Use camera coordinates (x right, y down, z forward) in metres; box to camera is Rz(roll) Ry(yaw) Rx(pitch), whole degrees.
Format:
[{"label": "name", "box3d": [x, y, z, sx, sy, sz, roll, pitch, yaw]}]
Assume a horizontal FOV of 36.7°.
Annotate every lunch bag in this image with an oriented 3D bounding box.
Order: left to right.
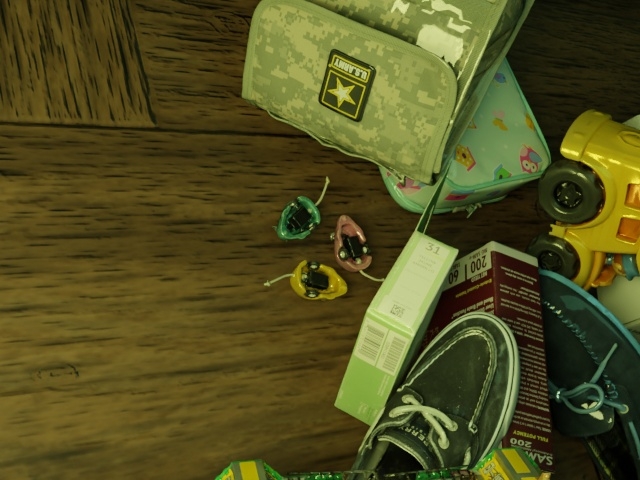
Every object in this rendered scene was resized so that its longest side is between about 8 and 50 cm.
[{"label": "lunch bag", "box3d": [0.070, -0.222, 1.004, 0.235, 0.169, 0.287, 26, 92, 15]}, {"label": "lunch bag", "box3d": [0.153, -0.166, 1.178, 0.224, 0.108, 0.279, -11, 76, -41]}]

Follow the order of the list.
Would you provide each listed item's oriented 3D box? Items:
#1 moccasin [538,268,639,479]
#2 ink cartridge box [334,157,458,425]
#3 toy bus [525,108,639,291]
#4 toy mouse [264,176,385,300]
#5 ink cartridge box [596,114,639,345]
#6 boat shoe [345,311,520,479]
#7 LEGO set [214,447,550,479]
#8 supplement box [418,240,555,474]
[{"label": "moccasin", "box3d": [0.325, 0.188, 1.116, 0.117, 0.138, 0.342, -43, 98, -22]}, {"label": "ink cartridge box", "box3d": [0.097, 0.052, 0.986, 0.056, 0.171, 0.235, 26, 50, 11]}, {"label": "toy bus", "box3d": [0.372, -0.023, 1.156, 0.211, 0.220, 0.149, 19, 33, 22]}, {"label": "toy mouse", "box3d": [0.000, 0.000, 1.030, 0.161, 0.031, 0.143, 14, 61, -32]}, {"label": "ink cartridge box", "box3d": [0.485, 0.001, 1.337, 0.211, 0.121, 0.289, 15, 61, -31]}, {"label": "boat shoe", "box3d": [0.090, 0.189, 0.885, 0.108, 0.102, 0.301, 29, 76, 24]}, {"label": "LEGO set", "box3d": [0.062, 0.298, 0.720, 0.331, 0.192, 0.254, 7, 107, -14]}, {"label": "supplement box", "box3d": [0.170, 0.137, 1.026, 0.073, 0.130, 0.239, 19, 57, -30]}]
